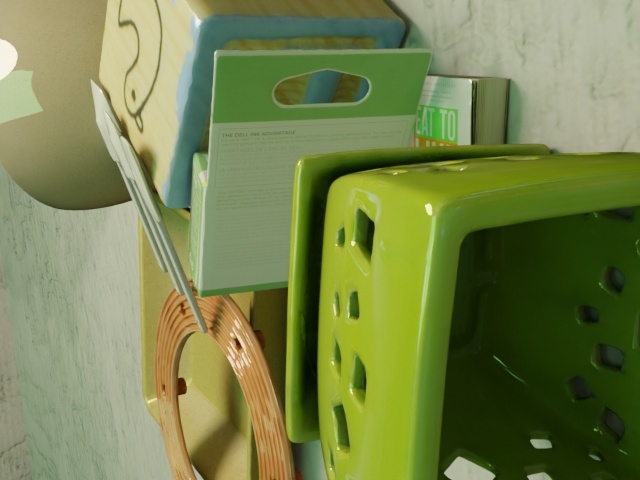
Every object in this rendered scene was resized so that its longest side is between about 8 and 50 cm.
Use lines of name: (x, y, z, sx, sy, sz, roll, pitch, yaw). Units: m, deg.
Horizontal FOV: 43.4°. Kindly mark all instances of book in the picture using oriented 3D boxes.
book: (0.101, -0.056, 0.633, 0.096, 0.035, 0.144, 24, 118, 59)

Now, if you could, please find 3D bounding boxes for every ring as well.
ring: (-0.107, 0.205, 0.875, 0.336, 0.032, 0.337, 20, 114, 56)

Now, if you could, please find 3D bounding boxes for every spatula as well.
spatula: (-0.170, -0.030, 0.804, 0.168, 0.019, 0.242, 44, 157, 47)

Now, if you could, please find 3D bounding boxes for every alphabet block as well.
alphabet block: (-0.072, -0.169, 0.729, 0.197, 0.193, 0.192, 55, 139, 36)

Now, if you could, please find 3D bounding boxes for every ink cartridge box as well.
ink cartridge box: (-0.017, -0.060, 0.656, 0.056, 0.171, 0.235, -115, 27, -46)

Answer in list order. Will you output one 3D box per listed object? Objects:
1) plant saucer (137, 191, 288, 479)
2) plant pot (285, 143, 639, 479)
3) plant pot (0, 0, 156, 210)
plant saucer: (-0.129, 0.120, 0.995, 0.332, 0.081, 0.333, 28, 120, 54)
plant pot: (0.099, 0.051, 0.484, 0.207, 0.228, 0.227, -148, 56, -60)
plant pot: (-0.216, -0.173, 0.931, 0.190, 0.284, 0.284, 4, 102, 25)
